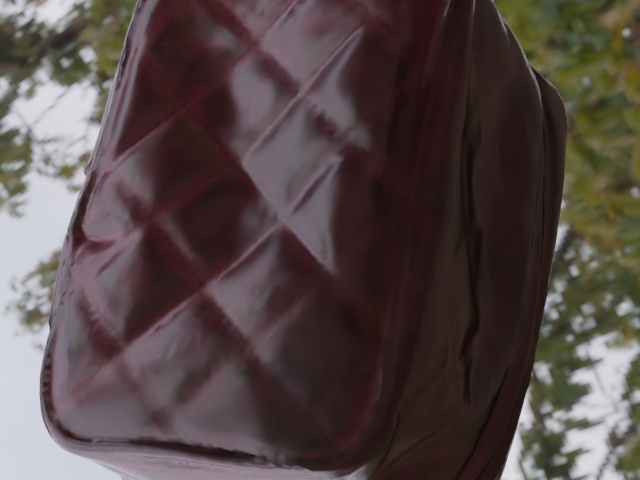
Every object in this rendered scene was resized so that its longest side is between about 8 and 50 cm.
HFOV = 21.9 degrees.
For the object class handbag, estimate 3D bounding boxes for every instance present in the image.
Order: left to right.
[{"bbox_3d":[0.000,0.000,0.581,0.135,0.146,0.225,48,-132,-57],"label":"handbag"}]
